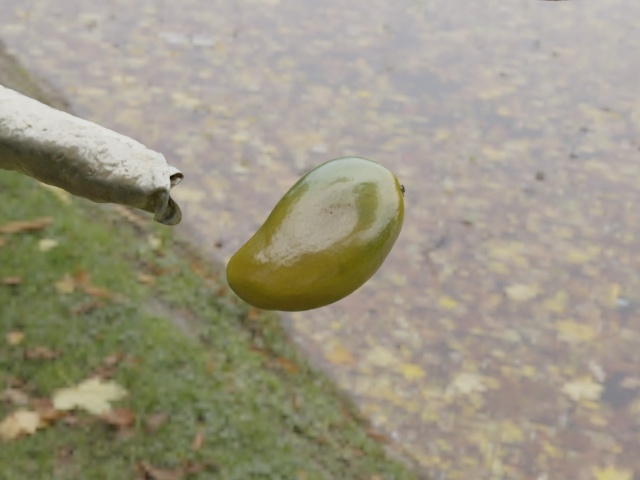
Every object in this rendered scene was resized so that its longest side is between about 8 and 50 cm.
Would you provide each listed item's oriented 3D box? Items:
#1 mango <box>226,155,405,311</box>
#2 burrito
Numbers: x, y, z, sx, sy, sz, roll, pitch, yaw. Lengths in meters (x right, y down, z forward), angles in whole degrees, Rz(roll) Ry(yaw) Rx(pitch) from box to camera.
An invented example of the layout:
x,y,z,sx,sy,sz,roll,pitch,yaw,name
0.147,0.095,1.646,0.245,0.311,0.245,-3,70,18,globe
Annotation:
x,y,z,sx,sy,sz,roll,pitch,yaw,name
0.004,0.001,1.447,0.122,0.191,0.085,37,-8,18,mango
-0.245,-0.085,1.353,0.275,0.082,0.059,20,38,11,burrito
